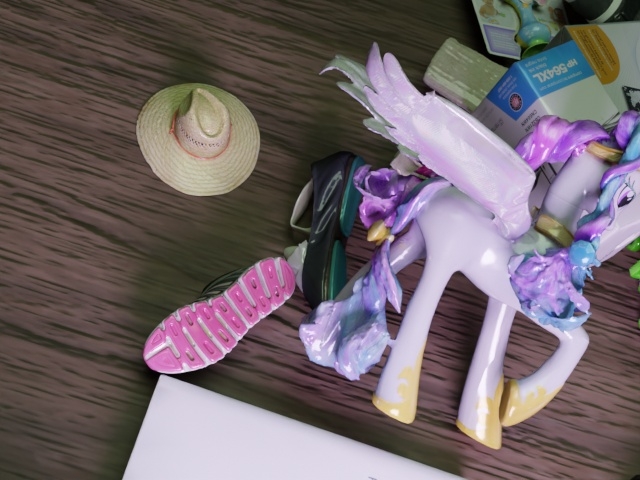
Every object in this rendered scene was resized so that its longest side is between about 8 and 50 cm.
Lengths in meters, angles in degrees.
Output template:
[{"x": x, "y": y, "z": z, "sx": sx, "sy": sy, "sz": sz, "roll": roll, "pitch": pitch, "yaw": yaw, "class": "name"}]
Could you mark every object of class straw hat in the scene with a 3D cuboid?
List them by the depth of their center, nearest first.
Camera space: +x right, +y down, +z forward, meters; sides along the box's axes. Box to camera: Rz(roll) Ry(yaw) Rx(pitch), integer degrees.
[{"x": -0.124, "y": -0.124, "z": 1.466, "sx": 0.144, "sy": 0.061, "sz": 0.145, "roll": 6, "pitch": 61, "yaw": -10, "class": "straw hat"}]

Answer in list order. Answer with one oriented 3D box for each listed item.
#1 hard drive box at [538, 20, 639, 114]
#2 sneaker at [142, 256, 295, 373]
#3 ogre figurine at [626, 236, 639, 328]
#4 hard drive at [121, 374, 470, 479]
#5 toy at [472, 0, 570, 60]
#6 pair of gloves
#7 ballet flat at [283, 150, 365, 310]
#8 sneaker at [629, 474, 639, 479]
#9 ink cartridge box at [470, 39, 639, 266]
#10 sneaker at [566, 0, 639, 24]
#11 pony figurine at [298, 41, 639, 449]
[{"x": 0.374, "y": -0.153, "z": 1.560, "sx": 0.232, "sy": 0.089, "sz": 0.181, "roll": -10, "pitch": 64, "yaw": -34, "class": "hard drive box"}, {"x": -0.103, "y": 0.077, "z": 1.355, "sx": 0.170, "sy": 0.075, "sz": 0.063, "roll": -36, "pitch": 95, "yaw": -22, "class": "sneaker"}, {"x": 0.370, "y": 0.043, "z": 1.454, "sx": 0.096, "sy": 0.118, "sz": 0.197, "roll": 14, "pitch": 59, "yaw": 6, "class": "ogre figurine"}, {"x": -0.031, "y": 0.271, "z": 1.279, "sx": 0.318, "sy": 0.040, "sz": 0.210, "roll": 19, "pitch": 58, "yaw": -3, "class": "hard drive"}, {"x": 0.241, "y": -0.317, "z": 1.652, "sx": 0.136, "sy": 0.056, "sz": 0.237, "roll": 6, "pitch": 60, "yaw": -27, "class": "toy"}, {"x": 0.187, "y": -0.095, "z": 1.538, "sx": 0.204, "sy": 0.042, "sz": 0.240, "roll": 25, "pitch": 63, "yaw": -5, "class": "pair of gloves"}, {"x": 0.000, "y": 0.000, "z": 1.430, "sx": 0.074, "sy": 0.074, "sz": 0.203, "roll": 12, "pitch": 65, "yaw": -7, "class": "ballet flat"}, {"x": 0.314, "y": 0.299, "z": 1.337, "sx": 0.087, "sy": 0.083, "sz": 0.221, "roll": 41, "pitch": 65, "yaw": -5, "class": "sneaker"}, {"x": 0.254, "y": -0.080, "z": 1.443, "sx": 0.086, "sy": 0.148, "sz": 0.203, "roll": -22, "pitch": 75, "yaw": -26, "class": "ink cartridge box"}, {"x": 0.369, "y": -0.303, "z": 1.689, "sx": 0.121, "sy": 0.079, "sz": 0.217, "roll": 52, "pitch": 44, "yaw": -11, "class": "sneaker"}, {"x": 0.134, "y": -0.014, "z": 1.292, "sx": 0.351, "sy": 0.303, "sz": 0.363, "roll": 28, "pitch": 98, "yaw": -12, "class": "pony figurine"}]
